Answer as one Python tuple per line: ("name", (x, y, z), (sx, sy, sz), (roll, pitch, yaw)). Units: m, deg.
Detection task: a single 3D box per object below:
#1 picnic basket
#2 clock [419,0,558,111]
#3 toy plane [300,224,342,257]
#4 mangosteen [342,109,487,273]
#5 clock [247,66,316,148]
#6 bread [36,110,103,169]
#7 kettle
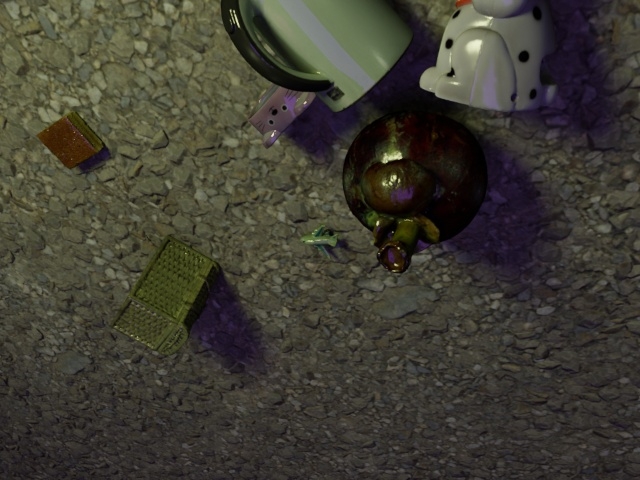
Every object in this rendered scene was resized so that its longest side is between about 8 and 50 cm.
("picnic basket", (-0.316, 0.120, 1.287), (0.154, 0.196, 0.134), (33, 130, -13))
("clock", (0.235, -0.313, 0.795), (0.188, 0.189, 0.254), (6, 118, 11))
("toy plane", (0.001, -0.002, 1.204), (0.083, 0.033, 0.080), (6, 132, 20))
("mangosteen", (0.133, -0.064, 0.940), (0.231, 0.289, 0.231), (16, 148, 10))
("clock", (-0.059, -0.223, 0.979), (0.050, 0.110, 0.152), (36, 129, -19))
("bread", (-0.480, -0.191, 1.176), (0.094, 0.035, 0.090), (-21, 121, 29))
("kettle", (-0.020, -0.296, 0.837), (0.236, 0.221, 0.161), (42, 151, -20))
